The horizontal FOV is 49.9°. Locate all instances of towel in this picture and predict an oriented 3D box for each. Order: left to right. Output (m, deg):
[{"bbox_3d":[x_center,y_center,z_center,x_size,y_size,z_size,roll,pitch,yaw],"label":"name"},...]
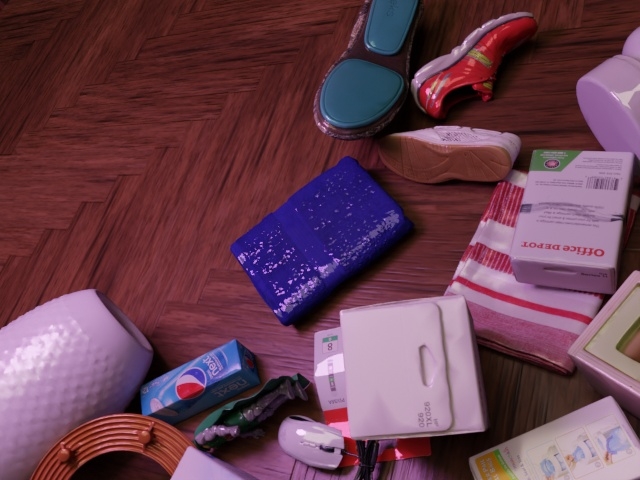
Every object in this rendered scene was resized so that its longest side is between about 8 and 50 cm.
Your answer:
[{"bbox_3d":[0.000,0.000,1.311,0.308,0.076,0.227,-38,56,0],"label":"towel"},{"bbox_3d":[0.348,0.033,1.112,0.237,0.037,0.329,17,68,35],"label":"towel"}]

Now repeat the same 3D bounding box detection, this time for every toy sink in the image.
[{"bbox_3d":[0.463,0.164,0.862,0.153,0.131,0.234,-48,38,-4],"label":"toy sink"}]

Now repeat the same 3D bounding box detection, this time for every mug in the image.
[{"bbox_3d":[-0.504,0.251,1.314,0.328,0.276,0.374,-42,18,-9],"label":"mug"}]

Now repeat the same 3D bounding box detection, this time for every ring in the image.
[{"bbox_3d":[-0.328,0.452,1.108,0.337,0.032,0.336,-1,77,6],"label":"ring"}]

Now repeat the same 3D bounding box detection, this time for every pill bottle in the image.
[{"bbox_3d":[0.614,-0.278,1.049,0.392,0.224,0.224,-33,49,5],"label":"pill bottle"}]

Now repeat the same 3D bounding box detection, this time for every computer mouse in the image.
[{"bbox_3d":[0.001,0.326,1.082,0.193,0.042,0.106,5,82,34],"label":"computer mouse"}]

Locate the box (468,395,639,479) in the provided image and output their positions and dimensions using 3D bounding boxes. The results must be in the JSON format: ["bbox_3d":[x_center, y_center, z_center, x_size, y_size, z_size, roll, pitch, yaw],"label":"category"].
[{"bbox_3d":[0.314,0.303,0.892,0.203,0.114,0.103,-28,51,11],"label":"box"}]

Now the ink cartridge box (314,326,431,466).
[{"bbox_3d":[0.078,0.239,1.112,0.181,0.056,0.224,-15,52,21],"label":"ink cartridge box"}]

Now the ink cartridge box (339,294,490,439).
[{"bbox_3d":[0.137,0.184,0.955,0.168,0.232,0.171,-9,73,13],"label":"ink cartridge box"}]

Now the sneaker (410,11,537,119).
[{"bbox_3d":[0.317,-0.335,1.358,0.279,0.107,0.118,-35,66,8],"label":"sneaker"}]

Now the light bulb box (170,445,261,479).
[{"bbox_3d":[-0.089,0.516,0.876,0.361,0.225,0.358,13,66,42],"label":"light bulb box"}]

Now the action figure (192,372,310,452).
[{"bbox_3d":[-0.133,0.303,1.158,0.232,0.137,0.063,-34,61,16],"label":"action figure"}]

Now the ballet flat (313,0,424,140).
[{"bbox_3d":[0.104,-0.334,1.410,0.164,0.182,0.482,19,57,3],"label":"ballet flat"}]

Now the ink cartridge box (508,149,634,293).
[{"bbox_3d":[0.388,-0.032,1.058,0.153,0.087,0.208,7,61,28],"label":"ink cartridge box"}]

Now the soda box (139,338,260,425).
[{"bbox_3d":[-0.220,0.262,1.249,0.210,0.071,0.067,-28,49,10],"label":"soda box"}]

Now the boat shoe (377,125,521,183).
[{"bbox_3d":[0.239,-0.167,1.281,0.277,0.098,0.096,12,43,37],"label":"boat shoe"}]
